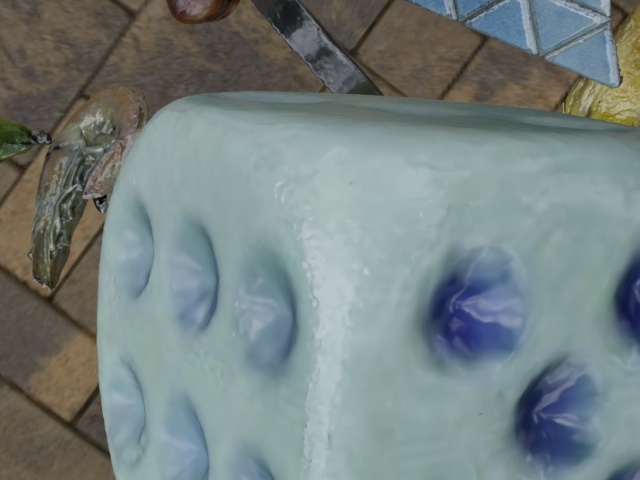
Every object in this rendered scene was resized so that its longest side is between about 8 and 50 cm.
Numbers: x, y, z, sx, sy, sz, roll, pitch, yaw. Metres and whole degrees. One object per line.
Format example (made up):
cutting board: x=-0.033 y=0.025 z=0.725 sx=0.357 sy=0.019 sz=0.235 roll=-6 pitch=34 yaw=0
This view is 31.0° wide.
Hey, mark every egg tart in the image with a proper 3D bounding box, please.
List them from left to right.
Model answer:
egg tart: x=0.403 y=-0.212 z=1.535 sx=0.098 sy=0.232 sz=0.252 roll=32 pitch=129 yaw=11

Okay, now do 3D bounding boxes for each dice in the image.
dice: x=0.040 y=0.058 z=0.634 sx=0.263 sy=0.268 sz=0.264 roll=-2 pitch=103 yaw=-30

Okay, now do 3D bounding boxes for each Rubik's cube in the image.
Rubik's cube: x=0.259 y=-0.340 z=1.362 sx=0.233 sy=0.229 sz=0.228 roll=8 pitch=112 yaw=-41

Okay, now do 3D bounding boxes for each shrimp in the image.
shrimp: x=-0.211 y=-0.055 z=1.045 sx=0.126 sy=0.223 sz=0.047 roll=-19 pitch=138 yaw=35

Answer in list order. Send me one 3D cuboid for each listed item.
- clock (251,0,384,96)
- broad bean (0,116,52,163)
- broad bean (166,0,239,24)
clock: x=-0.004 y=-0.216 z=1.277 sx=0.040 sy=0.184 sz=0.184 roll=-42 pitch=96 yaw=8
broad bean: x=-0.375 y=-0.093 z=1.145 sx=0.214 sy=0.048 sz=0.070 roll=-4 pitch=59 yaw=-25
broad bean: x=-0.128 y=-0.294 z=1.116 sx=0.114 sy=0.084 sz=0.165 roll=-26 pitch=89 yaw=23
